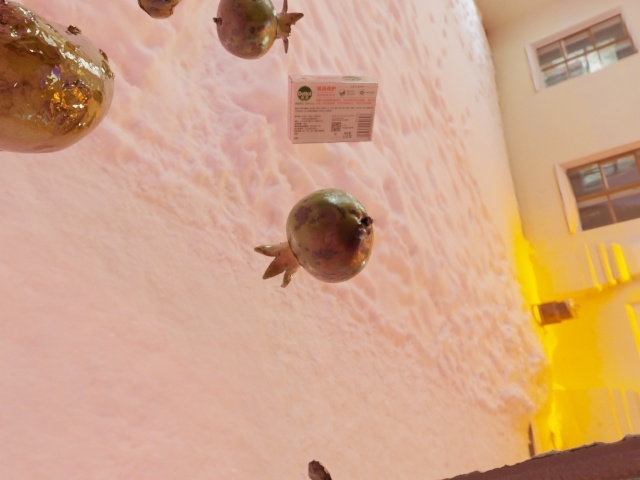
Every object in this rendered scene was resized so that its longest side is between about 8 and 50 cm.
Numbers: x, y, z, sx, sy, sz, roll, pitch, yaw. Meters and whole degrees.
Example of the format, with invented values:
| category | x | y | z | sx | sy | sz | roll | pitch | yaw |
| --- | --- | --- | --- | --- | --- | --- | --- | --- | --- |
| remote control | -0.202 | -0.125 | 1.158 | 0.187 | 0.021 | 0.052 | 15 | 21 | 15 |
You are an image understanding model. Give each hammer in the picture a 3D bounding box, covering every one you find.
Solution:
| category | x | y | z | sx | sy | sz | roll | pitch | yaw |
| --- | --- | --- | --- | --- | --- | --- | --- | --- | --- |
| hammer | 0.110 | 0.186 | 0.357 | 0.027 | 0.297 | 0.125 | -18 | 75 | -55 |

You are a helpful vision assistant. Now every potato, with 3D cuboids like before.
| category | x | y | z | sx | sy | sz | roll | pitch | yaw |
| --- | --- | --- | --- | --- | --- | --- | --- | --- | --- |
| potato | -0.263 | -0.143 | 0.440 | 0.176 | 0.137 | 0.137 | -89 | 155 | -74 |

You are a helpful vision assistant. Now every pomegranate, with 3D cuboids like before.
| category | x | y | z | sx | sy | sz | roll | pitch | yaw |
| --- | --- | --- | --- | --- | --- | --- | --- | --- | --- |
| pomegranate | -0.009 | 0.009 | 0.804 | 0.156 | 0.220 | 0.156 | 53 | 13 | -18 |
| pomegranate | -0.140 | -0.454 | 1.017 | 0.169 | 0.148 | 0.149 | -27 | 99 | -48 |

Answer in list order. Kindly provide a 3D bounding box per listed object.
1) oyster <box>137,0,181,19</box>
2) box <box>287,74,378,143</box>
| category | x | y | z | sx | sy | sz | roll | pitch | yaw |
| --- | --- | --- | --- | --- | --- | --- | --- | --- | --- |
| oyster | -0.083 | -0.268 | 0.181 | 0.221 | 0.361 | 0.096 | 14 | 44 | -21 |
| box | 0.015 | -0.188 | 0.697 | 0.043 | 0.125 | 0.089 | -113 | -156 | -55 |
